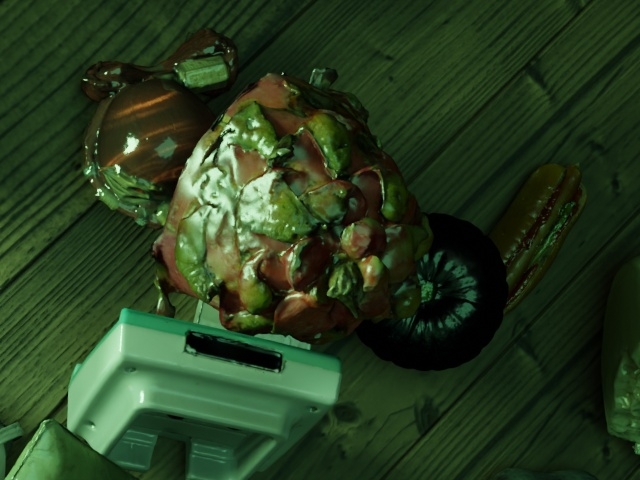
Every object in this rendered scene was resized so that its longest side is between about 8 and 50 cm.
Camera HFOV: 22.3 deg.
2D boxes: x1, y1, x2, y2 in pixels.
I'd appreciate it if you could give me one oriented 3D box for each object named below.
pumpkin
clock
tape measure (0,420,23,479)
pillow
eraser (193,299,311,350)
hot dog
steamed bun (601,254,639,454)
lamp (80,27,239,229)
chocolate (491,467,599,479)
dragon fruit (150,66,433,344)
[{"bbox_3d":[0.130,0.063,1.983,0.202,0.140,0.202,0,86,5],"label":"pumpkin"},{"bbox_3d":[-0.138,0.188,1.840,0.262,0.231,0.116,13,62,-19],"label":"clock"},{"bbox_3d":[-0.443,0.251,1.801,0.236,0.120,0.197,14,90,-25],"label":"tape measure"},{"bbox_3d":[-0.261,0.341,1.844,0.302,0.075,0.185,43,72,-42],"label":"pillow"},{"bbox_3d":[-0.089,0.134,1.973,0.150,0.023,0.103,16,86,-19],"label":"eraser"},{"bbox_3d":[0.267,-0.006,2.074,0.092,0.062,0.235,35,79,-12],"label":"hot dog"},{"bbox_3d":[0.489,0.164,2.077,0.290,0.273,0.272,11,130,-16],"label":"steamed bun"},{"bbox_3d":[-0.175,-0.129,1.875,0.215,0.151,0.223,-13,93,-22],"label":"lamp"},{"bbox_3d":[0.293,0.327,2.082,0.167,0.072,0.072,6,89,-17],"label":"chocolate"},{"bbox_3d":[0.000,0.000,1.831,0.263,0.296,0.314,33,112,24],"label":"dragon fruit"}]
